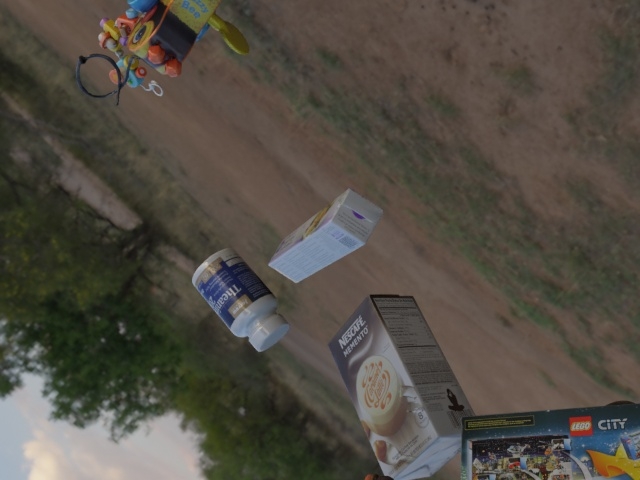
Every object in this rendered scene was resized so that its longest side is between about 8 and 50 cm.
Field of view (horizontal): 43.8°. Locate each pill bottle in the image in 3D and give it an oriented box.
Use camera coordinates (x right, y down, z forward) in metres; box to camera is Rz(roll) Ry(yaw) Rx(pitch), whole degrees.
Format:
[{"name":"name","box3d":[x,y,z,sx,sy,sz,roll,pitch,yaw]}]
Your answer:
[{"name":"pill bottle","box3d":[-0.093,0.073,0.952,0.120,0.067,0.067,48,173,18]}]

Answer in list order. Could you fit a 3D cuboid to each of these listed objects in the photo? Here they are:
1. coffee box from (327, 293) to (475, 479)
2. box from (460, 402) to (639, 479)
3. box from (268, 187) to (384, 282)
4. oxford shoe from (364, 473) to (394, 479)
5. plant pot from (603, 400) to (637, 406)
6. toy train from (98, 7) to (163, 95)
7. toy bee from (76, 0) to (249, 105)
[{"name":"coffee box","box3d":[0.122,0.221,1.213,0.098,0.141,0.246,3,-133,-36]},{"name":"box","box3d":[0.247,0.233,0.733,0.233,0.159,0.044,-9,135,20]},{"name":"box","box3d":[0.000,0.000,1.264,0.067,0.063,0.324,34,158,-9]},{"name":"oxford shoe","box3d":[0.123,0.363,0.823,0.271,0.098,0.097,67,-170,26]},{"name":"plant pot","box3d":[0.470,0.337,1.129,0.167,0.167,0.165,47,171,-28]},{"name":"toy train","box3d":[-0.327,-0.314,1.345,0.125,0.046,0.166,26,142,31]},{"name":"toy bee","box3d":[-0.175,-0.270,0.999,0.195,0.298,0.162,11,-153,-28]}]
